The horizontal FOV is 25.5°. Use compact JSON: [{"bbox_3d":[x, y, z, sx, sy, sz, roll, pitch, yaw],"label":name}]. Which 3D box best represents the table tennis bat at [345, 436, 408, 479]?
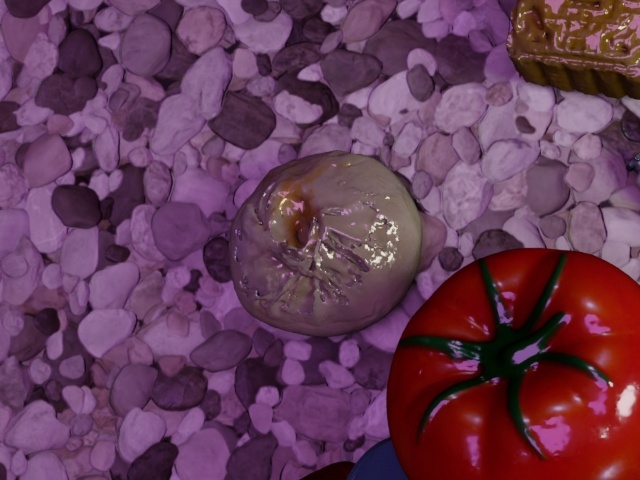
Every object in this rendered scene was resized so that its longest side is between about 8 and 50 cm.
[{"bbox_3d":[0.114,0.421,1.867,0.044,0.215,0.329,-7,82,61],"label":"table tennis bat"}]

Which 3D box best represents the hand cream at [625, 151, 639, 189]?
[{"bbox_3d":[0.502,-0.030,1.878,0.080,0.050,0.234,-45,74,7],"label":"hand cream"}]

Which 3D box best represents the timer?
[{"bbox_3d":[0.271,0.200,1.761,0.378,0.279,0.378,-17,46,19],"label":"timer"}]

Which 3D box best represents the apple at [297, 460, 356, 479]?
[{"bbox_3d":[0.018,0.389,1.920,0.156,0.147,0.158,-19,75,-7],"label":"apple"}]

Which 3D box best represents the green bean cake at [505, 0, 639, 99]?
[{"bbox_3d":[0.375,-0.317,1.923,0.230,0.131,0.224,10,83,20],"label":"green bean cake"}]

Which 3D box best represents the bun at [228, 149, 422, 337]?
[{"bbox_3d":[0.000,0.000,1.991,0.287,0.146,0.287,-3,80,16],"label":"bun"}]
